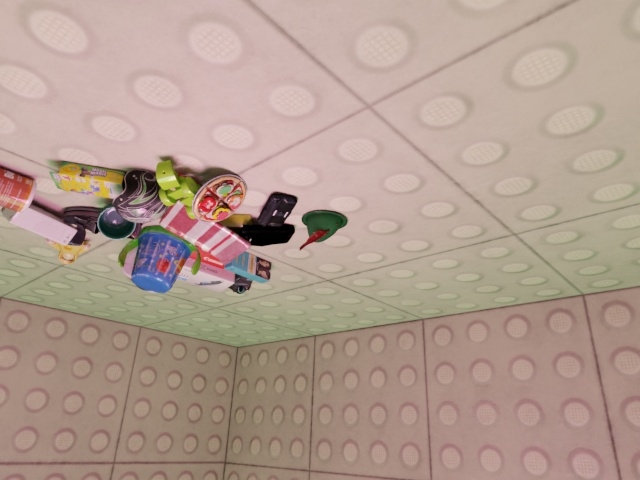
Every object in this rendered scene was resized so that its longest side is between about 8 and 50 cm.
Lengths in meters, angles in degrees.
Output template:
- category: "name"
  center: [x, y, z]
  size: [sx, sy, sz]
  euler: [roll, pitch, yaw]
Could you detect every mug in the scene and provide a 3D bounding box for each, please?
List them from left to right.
- category: "mug"
  center: [-0.756, -0.075, 1.733]
  size: [0.158, 0.129, 0.097]
  euler: [6, -167, -27]

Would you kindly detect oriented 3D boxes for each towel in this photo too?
- category: "towel"
  center: [-0.459, -0.027, 1.803]
  size: [0.329, 0.037, 0.237]
  euler: [34, 145, -19]

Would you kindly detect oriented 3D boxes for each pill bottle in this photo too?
- category: "pill bottle"
  center: [-1.082, -0.184, 1.521]
  size: [0.121, 0.121, 0.216]
  euler: [-18, 149, 38]
- category: "pill bottle"
  center: [-0.838, 0.152, 2.214]
  size: [0.162, 0.161, 0.283]
  euler: [3, 156, -2]

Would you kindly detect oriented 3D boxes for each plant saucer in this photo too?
- category: "plant saucer"
  center: [-0.365, -0.048, 1.859]
  size: [0.189, 0.045, 0.188]
  euler: [2, 157, 0]

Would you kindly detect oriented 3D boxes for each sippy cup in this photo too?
- category: "sippy cup"
  center: [-0.684, 0.092, 1.940]
  size: [0.306, 0.223, 0.240]
  euler: [-17, 138, 35]

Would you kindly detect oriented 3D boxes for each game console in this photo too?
- category: "game console"
  center: [-0.179, -0.072, 1.764]
  size: [0.213, 0.043, 0.361]
  euler: [0, 153, -27]

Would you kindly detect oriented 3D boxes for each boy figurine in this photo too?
- category: "boy figurine"
  center: [-1.123, 0.022, 2.036]
  size: [0.177, 0.092, 0.285]
  euler: [13, 151, -30]

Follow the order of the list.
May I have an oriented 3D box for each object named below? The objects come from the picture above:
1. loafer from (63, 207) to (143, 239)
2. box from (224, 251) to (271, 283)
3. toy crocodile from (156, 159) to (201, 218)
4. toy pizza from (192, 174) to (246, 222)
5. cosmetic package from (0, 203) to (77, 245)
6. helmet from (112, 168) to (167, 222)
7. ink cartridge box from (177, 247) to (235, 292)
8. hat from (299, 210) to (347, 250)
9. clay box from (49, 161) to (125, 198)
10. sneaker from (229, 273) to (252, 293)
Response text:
- category: "loafer"
  center: [-0.861, -0.064, 1.805]
  size: [0.303, 0.095, 0.109]
  euler: [5, 157, -7]
- category: "box"
  center: [-0.340, 0.120, 2.170]
  size: [0.060, 0.100, 0.244]
  euler: [-17, 150, 36]
- category: "toy crocodile"
  center: [-0.436, -0.157, 1.559]
  size: [0.115, 0.105, 0.340]
  euler: [-19, 156, 17]
- category: "toy pizza"
  center: [-0.333, -0.133, 1.535]
  size: [0.201, 0.032, 0.201]
  euler: [-29, 148, -21]
- category: "cosmetic package"
  center: [-1.080, -0.075, 1.764]
  size: [0.117, 0.085, 0.231]
  euler: [29, 171, 34]
- category: "helmet"
  center: [-0.596, -0.137, 1.531]
  size: [0.170, 0.161, 0.169]
  euler: [2, 156, 1]
- category: "ink cartridge box"
  center: [-0.538, 0.138, 2.198]
  size: [0.296, 0.066, 0.261]
  euler: [24, 137, -36]
- category: "hat"
  center: [0.000, 0.000, 1.760]
  size: [0.209, 0.183, 0.173]
  euler: [10, 156, -17]
- category: "clay box"
  center: [-0.773, -0.200, 1.540]
  size: [0.222, 0.053, 0.127]
  euler: [10, 155, -14]
- category: "sneaker"
  center: [-0.456, 0.230, 2.430]
  size: [0.268, 0.106, 0.101]
  euler: [-18, 150, 42]
